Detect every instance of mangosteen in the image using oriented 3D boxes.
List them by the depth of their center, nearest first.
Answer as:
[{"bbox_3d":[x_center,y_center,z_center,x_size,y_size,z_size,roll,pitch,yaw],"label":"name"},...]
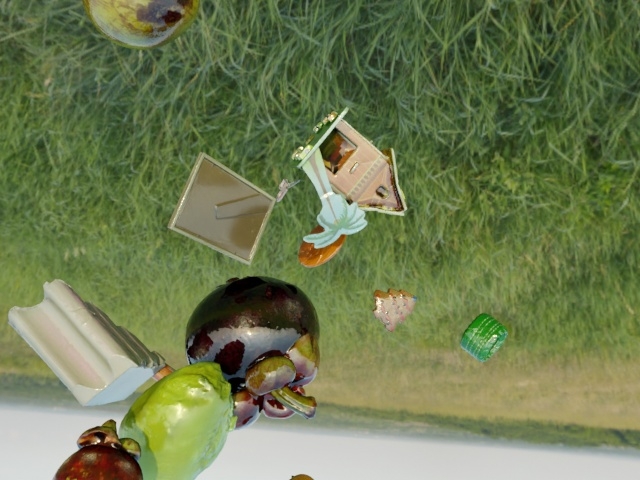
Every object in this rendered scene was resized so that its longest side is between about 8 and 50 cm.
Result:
[{"bbox_3d":[-0.369,0.405,0.846,0.145,0.181,0.156,29,120,2],"label":"mangosteen"},{"bbox_3d":[-0.171,0.310,1.350,0.381,0.436,0.382,-20,158,-8],"label":"mangosteen"}]

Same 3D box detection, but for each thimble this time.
[{"bbox_3d":[0.468,0.281,1.404,0.090,0.130,0.118,37,-169,33],"label":"thimble"}]

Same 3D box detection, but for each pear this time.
[{"bbox_3d":[-0.430,-0.602,1.176,0.283,0.284,0.284,4,158,2],"label":"pear"}]

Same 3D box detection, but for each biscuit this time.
[{"bbox_3d":[0.200,0.174,1.299,0.129,0.120,0.019,-23,180,-12],"label":"biscuit"}]

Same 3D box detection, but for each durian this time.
[{"bbox_3d":[-0.311,0.403,1.055,0.204,0.255,0.340,37,137,28],"label":"durian"}]

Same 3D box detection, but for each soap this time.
[{"bbox_3d":[-0.565,0.256,1.213,0.302,0.159,0.258,45,173,11],"label":"soap"}]

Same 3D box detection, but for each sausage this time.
[{"bbox_3d":[-0.484,0.357,1.396,0.347,0.053,0.053,23,167,27],"label":"sausage"}]

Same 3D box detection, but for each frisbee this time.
[{"bbox_3d":[0.000,0.000,1.539,0.191,0.192,0.035,-14,132,39],"label":"frisbee"}]

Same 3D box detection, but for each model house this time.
[{"bbox_3d":[0.056,-0.143,1.380,0.323,0.340,0.300,39,-179,-12],"label":"model house"}]

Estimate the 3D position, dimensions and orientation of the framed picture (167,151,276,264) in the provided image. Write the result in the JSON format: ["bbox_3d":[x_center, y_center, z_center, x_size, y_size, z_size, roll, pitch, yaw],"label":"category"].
[{"bbox_3d":[-0.281,-0.085,1.462,0.020,0.241,0.324,12,168,41],"label":"framed picture"}]

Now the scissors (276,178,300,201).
[{"bbox_3d":[-0.123,-0.210,1.882,0.015,0.100,0.189,23,161,-24],"label":"scissors"}]

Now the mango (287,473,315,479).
[{"bbox_3d":[-0.054,0.698,1.258,0.114,0.178,0.090,7,138,-4],"label":"mango"}]
